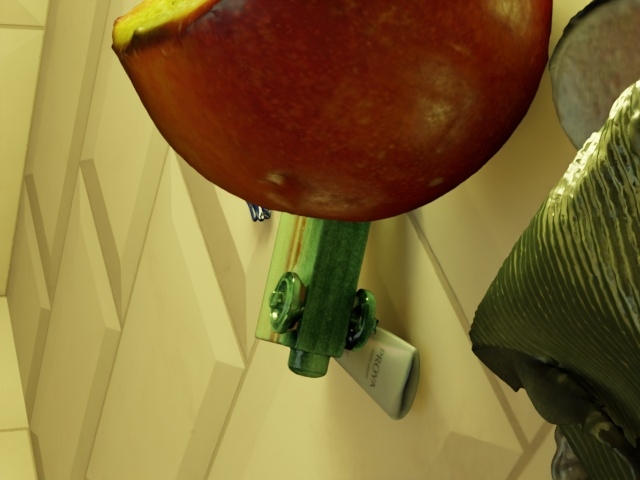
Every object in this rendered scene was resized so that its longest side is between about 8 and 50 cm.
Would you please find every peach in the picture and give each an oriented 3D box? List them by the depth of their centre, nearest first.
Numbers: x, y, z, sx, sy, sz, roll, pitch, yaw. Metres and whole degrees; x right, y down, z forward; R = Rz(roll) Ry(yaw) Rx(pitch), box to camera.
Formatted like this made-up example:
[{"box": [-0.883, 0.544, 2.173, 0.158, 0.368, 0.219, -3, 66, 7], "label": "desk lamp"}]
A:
[{"box": [0.022, -0.176, 0.993, 0.406, 0.310, 0.335, -7, 47, 55], "label": "peach"}]

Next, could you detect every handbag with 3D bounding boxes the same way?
[{"box": [0.235, 0.089, 0.598, 0.340, 0.247, 0.240, 67, 151, 20], "label": "handbag"}]

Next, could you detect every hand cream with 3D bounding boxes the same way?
[{"box": [0.038, 0.110, 1.286, 0.255, 0.048, 0.079, -143, 59, -60], "label": "hand cream"}]

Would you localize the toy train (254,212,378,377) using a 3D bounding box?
[{"box": [0.000, 0.000, 1.254, 0.177, 0.116, 0.285, -178, 100, -71], "label": "toy train"}]

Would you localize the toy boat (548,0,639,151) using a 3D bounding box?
[{"box": [0.254, -0.102, 0.779, 0.227, 0.085, 0.155, 18, 116, 53], "label": "toy boat"}]

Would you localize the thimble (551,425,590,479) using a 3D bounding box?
[{"box": [0.232, 0.161, 0.793, 0.150, 0.098, 0.150, 180, 90, -66], "label": "thimble"}]

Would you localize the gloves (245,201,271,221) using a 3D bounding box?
[{"box": [-0.084, -0.066, 1.582, 0.064, 0.026, 0.086, 128, 135, -52], "label": "gloves"}]
